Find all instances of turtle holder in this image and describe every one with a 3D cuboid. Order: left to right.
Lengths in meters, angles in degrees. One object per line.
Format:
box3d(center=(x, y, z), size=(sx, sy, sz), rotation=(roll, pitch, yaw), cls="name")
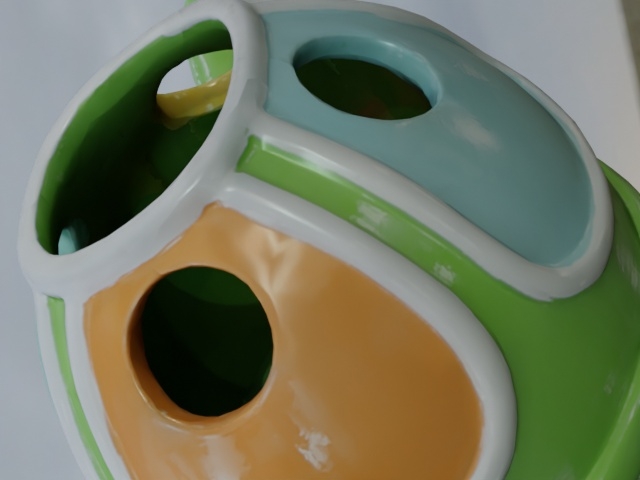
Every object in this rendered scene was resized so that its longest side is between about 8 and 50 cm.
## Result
box3d(center=(0.012, 0.000, 0.644), size=(0.227, 0.243, 0.320), rotation=(42, -129, -29), cls="turtle holder")
